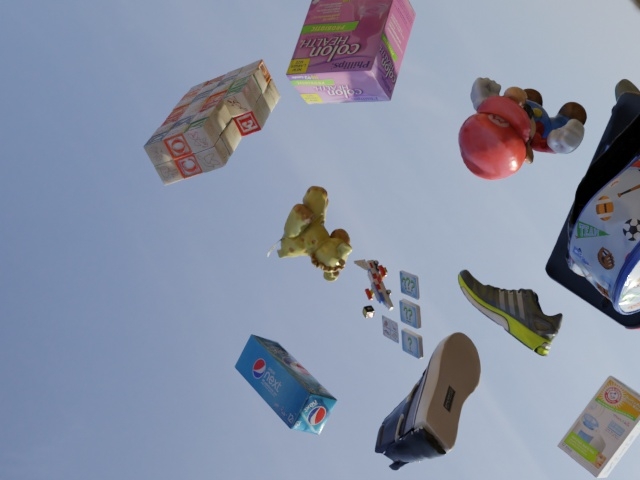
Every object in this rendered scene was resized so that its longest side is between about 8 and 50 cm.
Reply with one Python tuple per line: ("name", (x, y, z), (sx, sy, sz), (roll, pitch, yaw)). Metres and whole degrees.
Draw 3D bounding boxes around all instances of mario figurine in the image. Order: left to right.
("mario figurine", (0.338, -0.210, 1.546), (0.320, 0.198, 0.170), (-25, -83, -56))

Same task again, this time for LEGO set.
("LEGO set", (0.141, 0.143, 2.047), (0.060, 0.182, 0.244), (-10, -166, -22))

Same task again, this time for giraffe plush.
("giraffe plush", (0.000, 0.000, 2.252), (0.171, 0.210, 0.181), (31, 165, 9))

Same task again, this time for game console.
("game console", (0.563, -0.059, 1.674), (0.060, 0.386, 0.342), (16, -168, -26))

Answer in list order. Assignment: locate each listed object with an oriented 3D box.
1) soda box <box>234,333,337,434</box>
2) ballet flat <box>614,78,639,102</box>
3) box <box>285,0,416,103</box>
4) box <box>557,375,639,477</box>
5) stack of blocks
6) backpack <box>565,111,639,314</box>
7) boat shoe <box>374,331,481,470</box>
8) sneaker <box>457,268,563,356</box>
("soda box", (-0.062, 0.245, 1.613), (0.067, 0.071, 0.210), (21, -170, -39))
("ballet flat", (0.686, -0.246, 1.981), (0.072, 0.068, 0.213), (-36, -67, -24))
("box", (0.069, -0.436, 2.084), (0.117, 0.214, 0.242), (46, -126, -51))
("box", (0.646, 0.418, 2.112), (0.114, 0.203, 0.103), (39, -173, 30))
("stack of blocks", (-0.199, -0.230, 1.791), (0.087, 0.171, 0.297), (63, -157, -24))
("backpack", (0.458, -0.021, 1.230), (0.213, 0.263, 0.276), (56, 180, 36))
("boat shoe", (0.216, 0.325, 1.931), (0.127, 0.158, 0.340), (51, -144, -10))
("sneaker", (0.471, 0.157, 2.333), (0.300, 0.121, 0.111), (38, -176, 23))
